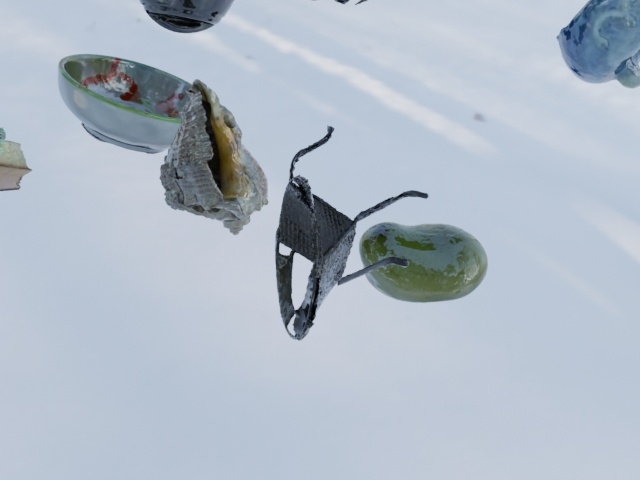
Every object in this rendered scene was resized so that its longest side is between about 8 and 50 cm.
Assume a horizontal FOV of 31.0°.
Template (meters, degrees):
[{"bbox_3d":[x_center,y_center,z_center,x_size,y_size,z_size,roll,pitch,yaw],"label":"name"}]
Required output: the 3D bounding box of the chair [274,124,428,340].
[{"bbox_3d":[0.000,0.000,1.258,0.149,0.174,0.213,31,44,18],"label":"chair"}]

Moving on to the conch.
[{"bbox_3d":[-0.160,-0.116,1.707,0.163,0.245,0.178,-15,18,-15],"label":"conch"}]

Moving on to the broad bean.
[{"bbox_3d":[0.199,0.041,2.296,0.263,0.121,0.189,2,53,22],"label":"broad bean"}]

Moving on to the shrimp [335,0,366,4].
[{"bbox_3d":[0.062,-0.403,1.484,0.253,0.173,0.058,-21,26,33],"label":"shrimp"}]

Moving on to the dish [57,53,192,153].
[{"bbox_3d":[-0.374,-0.253,2.293,0.324,0.124,0.324,18,21,-7],"label":"dish"}]

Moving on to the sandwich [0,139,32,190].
[{"bbox_3d":[-0.560,-0.111,1.851,0.193,0.058,0.162,-20,-21,40],"label":"sandwich"}]

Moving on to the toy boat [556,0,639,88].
[{"bbox_3d":[0.466,-0.321,1.525,0.123,0.330,0.215,53,26,9],"label":"toy boat"}]

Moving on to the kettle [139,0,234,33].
[{"bbox_3d":[-0.225,-0.514,1.956,0.228,0.324,0.321,8,6,-20],"label":"kettle"}]

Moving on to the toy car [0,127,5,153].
[{"bbox_3d":[-0.525,-0.146,1.660,0.186,0.058,0.093,12,7,42],"label":"toy car"}]
